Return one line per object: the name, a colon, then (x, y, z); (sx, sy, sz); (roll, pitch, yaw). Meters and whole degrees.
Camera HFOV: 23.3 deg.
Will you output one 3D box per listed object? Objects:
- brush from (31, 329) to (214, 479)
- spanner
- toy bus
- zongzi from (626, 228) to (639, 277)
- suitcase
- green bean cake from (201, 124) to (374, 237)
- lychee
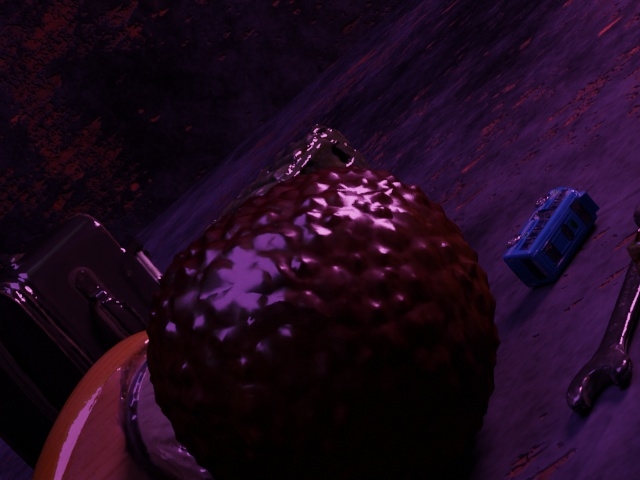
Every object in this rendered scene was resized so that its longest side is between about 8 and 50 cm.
brush: (-0.130, 0.176, 1.325); (0.266, 0.174, 0.166); (-43, 13, -36)
spanner: (0.216, 0.031, 1.068); (0.054, 0.015, 0.254); (-32, 17, 40)
toy bus: (0.185, -0.005, 1.238); (0.083, 0.038, 0.046); (-51, 18, -26)
zongzi: (0.282, -0.030, 0.927); (0.176, 0.078, 0.160); (-23, 21, 34)
suitcase: (-0.311, 0.132, 1.859); (0.194, 0.283, 0.434); (-47, 12, -30)
green bean cake: (0.000, 0.000, 1.527); (0.181, 0.173, 0.094); (-48, 11, -32)
lychee: (0.007, 0.075, 1.095); (0.260, 0.260, 0.260); (-42, 12, 11)
